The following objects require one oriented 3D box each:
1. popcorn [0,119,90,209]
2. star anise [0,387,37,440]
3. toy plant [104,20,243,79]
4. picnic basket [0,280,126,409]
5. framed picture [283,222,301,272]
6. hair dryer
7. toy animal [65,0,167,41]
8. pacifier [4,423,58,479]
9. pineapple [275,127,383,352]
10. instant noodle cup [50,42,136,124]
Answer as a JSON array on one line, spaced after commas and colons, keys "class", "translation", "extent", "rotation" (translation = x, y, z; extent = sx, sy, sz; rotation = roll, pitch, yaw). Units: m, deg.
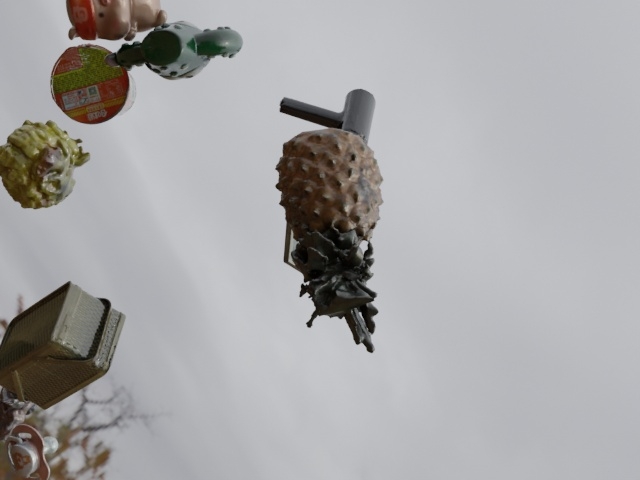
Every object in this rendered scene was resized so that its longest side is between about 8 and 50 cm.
[{"class": "popcorn", "translation": [-0.653, -0.178, 2.361], "extent": [0.170, 0.189, 0.218], "rotation": [21, -32, 20]}, {"class": "star anise", "translation": [-0.657, 0.339, 2.280], "extent": [0.093, 0.236, 0.229], "rotation": [33, -32, 4]}, {"class": "toy plant", "translation": [-0.280, -0.371, 1.979], "extent": [0.233, 0.243, 0.112], "rotation": [-2, -80, 35]}, {"class": "picnic basket", "translation": [-0.529, 0.214, 2.043], "extent": [0.267, 0.165, 0.139], "rotation": [-30, -54, 36]}, {"class": "framed picture", "translation": [0.000, 0.000, 1.730], "extent": [0.015, 0.150, 0.203], "rotation": [-8, -25, 30]}, {"class": "hair dryer", "translation": [0.014, -0.330, 2.656], "extent": [0.251, 0.197, 0.089], "rotation": [16, -40, -1]}, {"class": "toy animal", "translation": [-0.414, -0.473, 1.991], "extent": [0.171, 0.198, 0.171], "rotation": [17, -64, 38]}, {"class": "pacifier", "translation": [-0.438, 0.322, 1.554], "extent": [0.082, 0.078, 0.099], "rotation": [-2, -78, 32]}, {"class": "pineapple", "translation": [0.019, 0.005, 1.451], "extent": [0.169, 0.169, 0.340], "rotation": [96, -9, -60]}, {"class": "instant noodle cup", "translation": [-0.534, -0.372, 2.464], "extent": [0.193, 0.193, 0.212], "rotation": [55, 4, -3]}]
